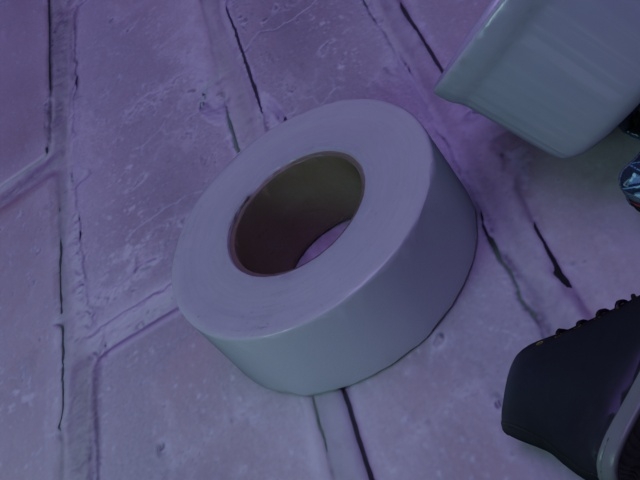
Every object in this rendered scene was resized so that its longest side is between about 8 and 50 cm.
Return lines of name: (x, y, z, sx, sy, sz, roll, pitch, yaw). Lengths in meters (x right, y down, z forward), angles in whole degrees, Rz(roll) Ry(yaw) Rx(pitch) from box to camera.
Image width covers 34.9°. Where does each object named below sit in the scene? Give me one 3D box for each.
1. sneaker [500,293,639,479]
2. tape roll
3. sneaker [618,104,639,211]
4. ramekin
sneaker: (0.220, 0.064, 0.735, 0.118, 0.083, 0.222, 20, 68, 48)
tape roll: (0.000, 0.000, 0.966, 0.286, 0.100, 0.286, -23, 42, 22)
sneaker: (0.302, -0.132, 0.841, 0.125, 0.104, 0.262, -8, 48, 37)
ramekin: (0.228, -0.202, 0.853, 0.277, 0.135, 0.277, -55, 2, 2)
